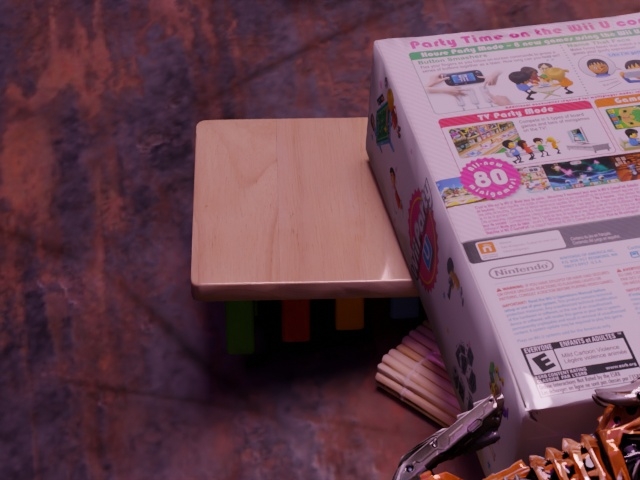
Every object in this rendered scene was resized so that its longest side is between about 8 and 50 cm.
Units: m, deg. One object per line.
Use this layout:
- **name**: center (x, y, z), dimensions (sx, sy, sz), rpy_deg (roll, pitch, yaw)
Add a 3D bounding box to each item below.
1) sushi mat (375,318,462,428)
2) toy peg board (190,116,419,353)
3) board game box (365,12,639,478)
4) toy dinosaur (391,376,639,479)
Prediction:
- **sushi mat**: center (0.193, 0.101, 0.997), dimensions (0.316, 0.019, 0.151), rpy_deg (30, 66, 35)
- **toy peg board**: center (0.000, 0.000, 1.110), dimensions (0.160, 0.079, 0.161), rpy_deg (-1, 42, -2)
- **board game box**: center (0.170, -0.003, 0.989), dimensions (0.224, 0.097, 0.303), rpy_deg (-7, 45, -10)
- **toy dinosaur**: center (0.089, 0.203, 0.812), dimensions (0.322, 0.164, 0.218), rpy_deg (-44, 80, 19)
